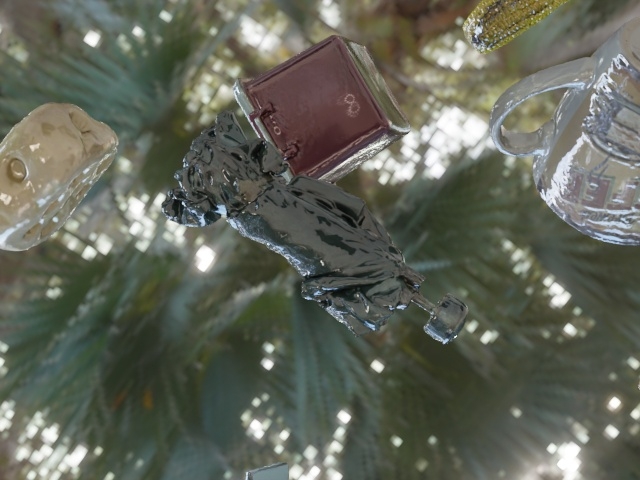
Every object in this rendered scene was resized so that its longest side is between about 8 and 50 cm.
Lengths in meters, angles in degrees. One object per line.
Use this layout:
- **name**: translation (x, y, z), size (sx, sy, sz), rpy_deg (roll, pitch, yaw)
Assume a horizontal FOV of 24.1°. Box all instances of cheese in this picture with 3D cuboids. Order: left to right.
- **cheese**: translation (-0.368, -0.093, 1.994), size (0.117, 0.218, 0.235), rpy_deg (41, -130, 0)

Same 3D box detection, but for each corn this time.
- **corn**: translation (0.262, -0.303, 1.832), size (0.072, 0.203, 0.072), rpy_deg (50, -166, -16)

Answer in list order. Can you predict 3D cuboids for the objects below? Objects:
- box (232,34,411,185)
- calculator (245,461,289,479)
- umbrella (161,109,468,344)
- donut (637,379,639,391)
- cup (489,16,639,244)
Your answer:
- **box**: translation (0.011, -0.182, 2.132), size (0.193, 0.167, 0.294), rpy_deg (58, -169, 2)
- **calculator**: translation (-0.049, 0.299, 1.430), size (0.018, 0.172, 0.057), rpy_deg (4, -173, 41)
- **umbrella**: translation (-0.002, 0.003, 1.578), size (0.348, 0.143, 0.094), rpy_deg (32, 161, 6)
- **donut**: translation (0.425, 0.121, 1.792), size (0.058, 0.152, 0.152), rpy_deg (19, -167, 19)
- **cup**: translation (0.380, -0.169, 1.979), size (0.301, 0.257, 0.227), rpy_deg (10, -136, -2)
